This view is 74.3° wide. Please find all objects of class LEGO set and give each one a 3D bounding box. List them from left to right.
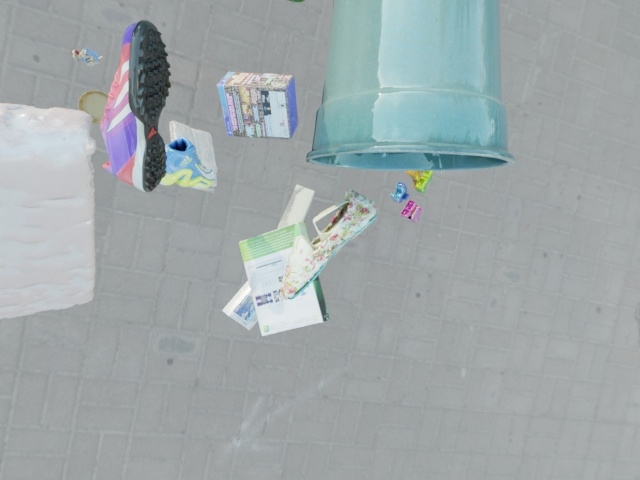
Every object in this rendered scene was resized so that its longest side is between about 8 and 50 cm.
[{"bbox_3d":[0.271,-0.149,1.163,0.227,0.087,0.093,-57,142,-10],"label":"LEGO set"}]

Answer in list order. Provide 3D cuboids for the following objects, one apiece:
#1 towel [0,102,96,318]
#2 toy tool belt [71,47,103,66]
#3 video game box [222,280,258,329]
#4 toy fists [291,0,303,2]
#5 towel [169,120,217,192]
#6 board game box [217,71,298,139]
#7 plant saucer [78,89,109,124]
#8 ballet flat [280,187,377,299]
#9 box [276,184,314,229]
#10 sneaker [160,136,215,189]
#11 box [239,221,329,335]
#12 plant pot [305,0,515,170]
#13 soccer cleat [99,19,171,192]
[{"bbox_3d":[-0.361,0.006,0.331,0.331,0.317,0.054,-9,67,-31],"label":"towel"},{"bbox_3d":[-0.747,-0.597,1.358,0.051,0.083,0.052,-12,86,22],"label":"toy tool belt"},{"bbox_3d":[-0.261,0.235,1.646,0.048,0.187,0.205,34,77,28],"label":"video game box"},{"bbox_3d":[-0.094,-0.796,1.167,0.096,0.279,0.142,8,92,11],"label":"toy fists"},{"bbox_3d":[-0.509,-0.337,1.696,0.187,0.049,0.283,9,64,-52],"label":"towel"},{"bbox_3d":[-0.257,-0.570,1.789,0.290,0.141,0.232,6,134,9],"label":"board game box"},{"bbox_3d":[-0.553,-0.331,1.047,0.083,0.015,0.084,-14,127,-19],"label":"plant saucer"},{"bbox_3d":[0.000,0.000,0.772,0.241,0.091,0.077,-45,106,-6],"label":"ballet flat"},{"bbox_3d":[-0.117,-0.107,1.896,0.094,0.113,0.275,21,58,-1],"label":"box"},{"bbox_3d":[-0.352,-0.211,1.154,0.091,0.240,0.126,37,110,12],"label":"sneaker"},{"bbox_3d":[-0.120,0.125,1.357,0.232,0.058,0.322,-17,85,23],"label":"box"},{"bbox_3d":[0.149,-0.294,0.700,0.340,0.341,0.335,1,95,-15],"label":"plant pot"},{"bbox_3d":[-0.343,-0.233,0.756,0.116,0.109,0.318,20,131,1],"label":"soccer cleat"}]
